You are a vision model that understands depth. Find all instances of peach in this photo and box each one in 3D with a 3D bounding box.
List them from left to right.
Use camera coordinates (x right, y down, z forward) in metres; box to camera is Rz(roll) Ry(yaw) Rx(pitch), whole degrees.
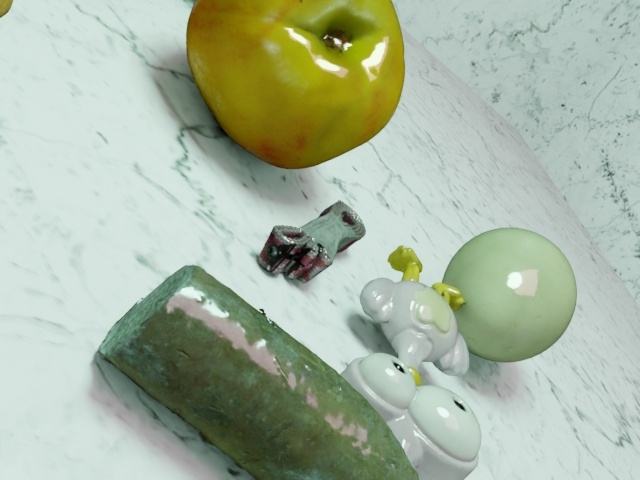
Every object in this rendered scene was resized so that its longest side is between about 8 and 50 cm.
[{"bbox_3d":[-0.036,-0.243,0.937,0.289,0.289,0.308,33,-12,-27],"label":"peach"}]

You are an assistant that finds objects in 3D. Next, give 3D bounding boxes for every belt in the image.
[{"bbox_3d":[0.000,0.000,0.861,0.071,0.053,0.232,50,23,5],"label":"belt"}]

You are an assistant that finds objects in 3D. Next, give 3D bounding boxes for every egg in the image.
[{"bbox_3d":[0.266,0.079,1.009,0.189,0.188,0.253,50,27,8],"label":"egg"}]

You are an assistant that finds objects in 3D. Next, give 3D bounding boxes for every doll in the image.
[{"bbox_3d":[0.099,0.134,0.765,0.160,0.094,0.365,40,24,-8],"label":"doll"}]

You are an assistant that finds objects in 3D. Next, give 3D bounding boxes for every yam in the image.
[{"bbox_3d":[-0.037,0.127,0.537,0.259,0.106,0.106,42,24,-11],"label":"yam"}]

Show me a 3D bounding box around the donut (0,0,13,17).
[{"bbox_3d":[-0.363,-0.238,0.554,0.226,0.114,0.227,37,26,-22],"label":"donut"}]
